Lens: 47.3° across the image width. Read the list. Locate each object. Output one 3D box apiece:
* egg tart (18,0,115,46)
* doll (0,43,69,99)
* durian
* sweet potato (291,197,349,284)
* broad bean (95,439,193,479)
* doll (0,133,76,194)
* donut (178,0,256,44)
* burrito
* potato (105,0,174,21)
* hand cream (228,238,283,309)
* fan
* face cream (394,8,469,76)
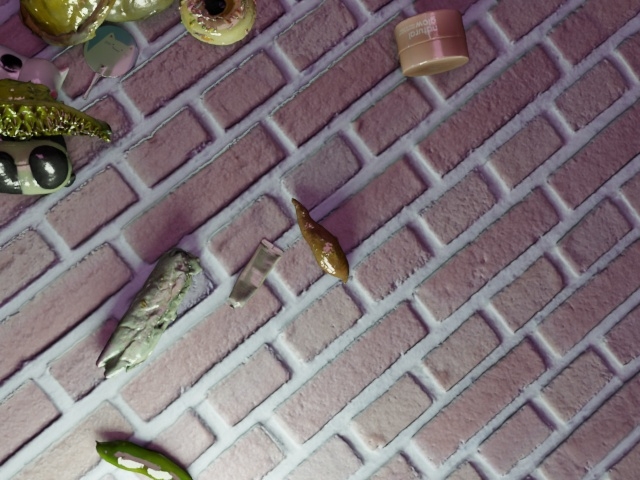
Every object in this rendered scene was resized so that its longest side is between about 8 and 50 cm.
[{"bbox_3d":[-0.515,-0.532,1.420,0.314,0.120,0.315,0,89,33],"label":"egg tart"},{"bbox_3d":[-0.613,-0.331,1.479,0.180,0.107,0.110,18,65,-14],"label":"doll"},{"bbox_3d":[-0.586,-0.249,1.392,0.374,0.107,0.132,7,46,-8],"label":"durian"},{"bbox_3d":[0.002,0.001,1.587,0.068,0.068,0.226,-34,93,-8],"label":"sweet potato"},{"bbox_3d":[-0.356,0.474,1.533,0.254,0.046,0.065,30,84,-8],"label":"broad bean"},{"bbox_3d":[-0.612,-0.154,1.456,0.234,0.144,0.135,-3,131,-18],"label":"doll"},{"bbox_3d":[-0.218,-0.504,1.560,0.174,0.068,0.175,0,90,-9],"label":"donut"},{"bbox_3d":[-0.357,0.154,1.529,0.096,0.066,0.309,33,84,-2],"label":"burrito"},{"bbox_3d":[-0.384,-0.541,1.494,0.235,0.160,0.178,-36,54,6],"label":"potato"},{"bbox_3d":[-0.146,0.078,1.584,0.057,0.037,0.165,35,77,-6],"label":"hand cream"},{"bbox_3d":[-0.459,-0.374,1.551,0.113,0.005,0.175,29,85,-7],"label":"fan"},{"bbox_3d":[0.241,-0.427,1.587,0.149,0.149,0.104,-11,90,-9],"label":"face cream"}]
